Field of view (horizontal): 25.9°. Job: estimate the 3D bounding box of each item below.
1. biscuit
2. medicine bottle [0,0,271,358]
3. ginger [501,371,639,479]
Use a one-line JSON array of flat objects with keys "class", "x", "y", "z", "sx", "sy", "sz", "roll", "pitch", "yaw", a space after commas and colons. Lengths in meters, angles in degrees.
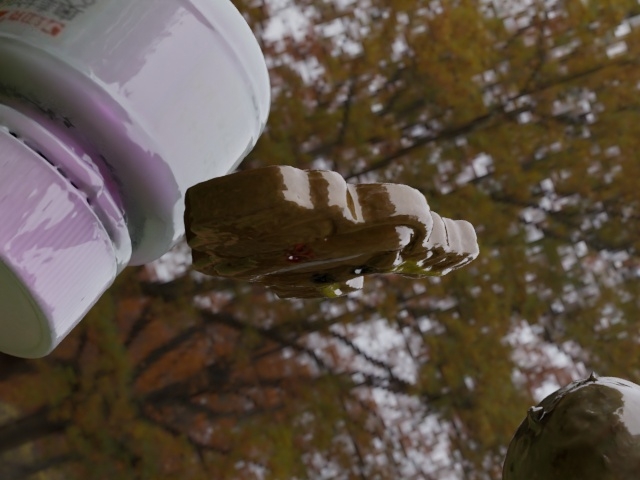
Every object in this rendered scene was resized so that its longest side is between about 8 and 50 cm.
[{"class": "biscuit", "x": 0.001, "y": 0.003, "z": 1.005, "sx": 0.295, "sy": 0.186, "sz": 0.044, "roll": 20, "pitch": 57, "yaw": -61}, {"class": "medicine bottle", "x": -0.209, "y": -0.077, "z": 1.144, "sx": 0.241, "sy": 0.302, "sz": 0.241, "roll": 25, "pitch": -32, "yaw": 17}, {"class": "ginger", "x": 0.285, "y": 0.184, "z": 0.820, "sx": 0.176, "sy": 0.375, "sz": 0.256, "roll": -157, "pitch": -118, "yaw": -69}]
